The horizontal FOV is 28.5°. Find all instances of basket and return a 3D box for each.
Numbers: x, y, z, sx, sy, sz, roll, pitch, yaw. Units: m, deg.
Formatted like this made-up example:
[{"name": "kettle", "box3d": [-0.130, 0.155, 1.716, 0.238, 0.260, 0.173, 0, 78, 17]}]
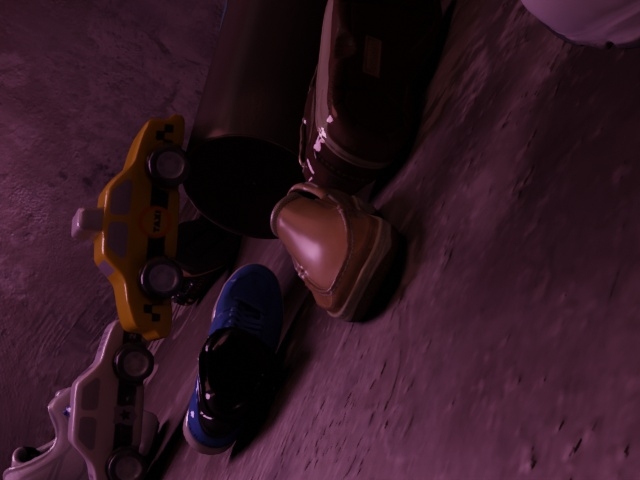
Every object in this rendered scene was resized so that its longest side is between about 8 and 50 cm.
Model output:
[{"name": "basket", "box3d": [-0.037, -0.126, 1.153, 0.204, 0.154, 0.227, 86, -166, -46]}]

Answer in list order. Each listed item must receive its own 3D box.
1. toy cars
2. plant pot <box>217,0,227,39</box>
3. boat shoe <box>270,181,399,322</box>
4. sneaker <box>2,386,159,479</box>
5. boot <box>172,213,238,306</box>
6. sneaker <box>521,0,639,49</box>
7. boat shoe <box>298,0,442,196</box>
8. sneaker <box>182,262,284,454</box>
[{"name": "toy cars", "box3d": [-0.183, 0.074, 1.108, 0.176, 0.087, 0.393, -106, 25, -54]}, {"name": "plant pot", "box3d": [-0.017, -0.240, 1.385, 0.165, 0.166, 0.234, -63, 6, -22]}, {"name": "boat shoe", "box3d": [0.000, 0.000, 0.804, 0.068, 0.072, 0.190, -58, 10, 5]}, {"name": "sneaker", "box3d": [-0.278, 0.278, 1.272, 0.292, 0.118, 0.110, -60, 11, 6]}, {"name": "boot", "box3d": [-0.156, 0.042, 1.536, 0.137, 0.077, 0.198, -60, -5, 23]}, {"name": "sneaker", "box3d": [0.149, -0.186, 0.433, 0.297, 0.129, 0.111, -51, 14, 46]}, {"name": "boat shoe", "box3d": [0.030, -0.130, 1.000, 0.095, 0.095, 0.257, -59, 8, 42]}, {"name": "sneaker", "box3d": [-0.053, 0.072, 0.897, 0.084, 0.058, 0.152, 125, 167, -59]}]
